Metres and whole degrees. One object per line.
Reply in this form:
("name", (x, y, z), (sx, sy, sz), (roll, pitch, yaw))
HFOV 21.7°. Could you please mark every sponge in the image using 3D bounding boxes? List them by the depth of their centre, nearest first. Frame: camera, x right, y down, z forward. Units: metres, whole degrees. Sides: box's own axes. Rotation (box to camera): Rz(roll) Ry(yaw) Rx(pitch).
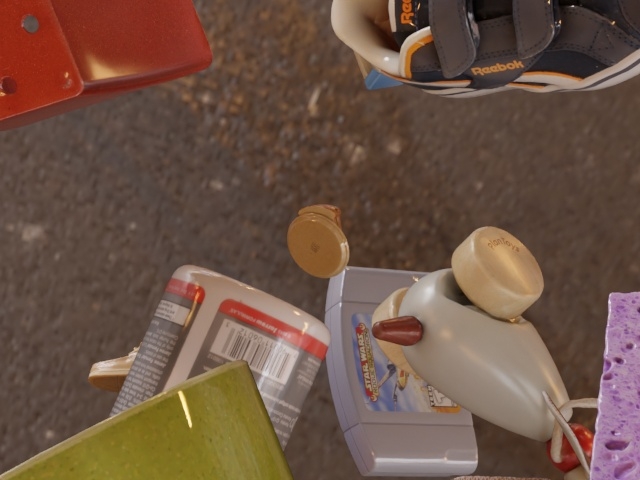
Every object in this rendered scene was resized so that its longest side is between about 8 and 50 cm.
("sponge", (0.221, 0.118, 0.983), (0.117, 0.031, 0.210), (-1, 48, 18))

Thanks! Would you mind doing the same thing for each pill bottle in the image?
("pill bottle", (-0.148, 0.230, 1.992), (0.210, 0.210, 0.363), (24, 83, 0))

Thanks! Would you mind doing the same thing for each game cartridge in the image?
("game cartridge", (0.105, 0.178, 2.295), (0.198, 0.062, 0.297), (7, 63, -34))

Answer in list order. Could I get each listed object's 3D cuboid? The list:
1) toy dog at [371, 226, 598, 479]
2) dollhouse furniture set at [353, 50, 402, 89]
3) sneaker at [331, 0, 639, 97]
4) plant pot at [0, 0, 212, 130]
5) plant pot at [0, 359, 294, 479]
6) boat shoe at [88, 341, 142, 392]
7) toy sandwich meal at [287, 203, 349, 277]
("toy dog", (0.157, 0.144, 1.443), (0.334, 0.220, 0.161), (39, 34, 27))
("dollhouse furniture set", (0.126, -0.346, 1.683), (0.198, 0.303, 0.286), (-12, 70, -27))
("sneaker", (0.132, -0.169, 1.184), (0.127, 0.321, 0.126), (13, 75, -34))
("plant pot", (-0.323, -0.261, 1.911), (0.267, 0.267, 0.236), (70, 25, -13))
("plant pot", (-0.080, 0.243, 0.683), (0.275, 0.275, 0.293), (-25, 83, -40))
("boat shoe", (-0.218, 0.161, 2.178), (0.170, 0.063, 0.059), (-4, 61, -1))
("toy sandwich meal", (0.000, 0.000, 1.821), (0.085, 0.085, 0.029), (35, 37, 12))
